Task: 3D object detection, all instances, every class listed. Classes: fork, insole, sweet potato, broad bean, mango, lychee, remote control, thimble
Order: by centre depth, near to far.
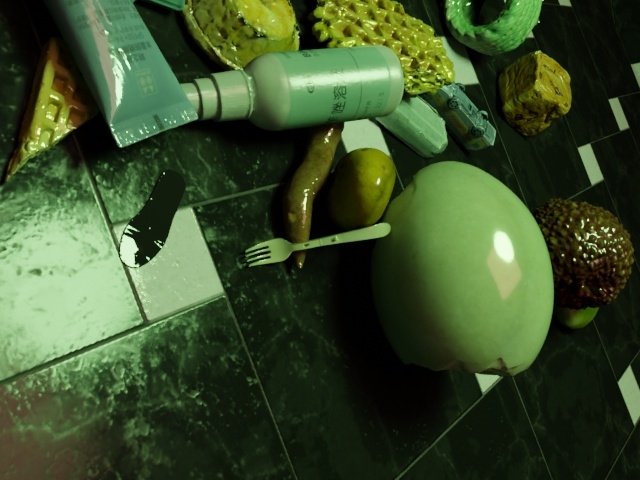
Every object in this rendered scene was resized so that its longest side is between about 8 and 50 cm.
[{"bbox_3d":[-0.207,-0.029,0.780,0.053,0.002,0.153,37,51,-30],"label":"insole"},{"bbox_3d":[-0.002,0.000,0.895,0.219,0.028,0.034,-13,91,-14],"label":"fork"},{"bbox_3d":[0.062,-0.081,0.958,0.098,0.195,0.137,26,88,-2],"label":"mango"},{"bbox_3d":[-0.018,-0.093,0.959,0.067,0.059,0.281,79,25,-56],"label":"sweet potato"},{"bbox_3d":[0.169,-0.247,1.222,0.247,0.052,0.104,28,57,-39],"label":"remote control"},{"bbox_3d":[0.548,0.017,1.378,0.271,0.271,0.271,20,61,-40],"label":"lychee"},{"bbox_3d":[0.402,-0.553,1.475,0.150,0.219,0.219,3,72,-49],"label":"thimble"},{"bbox_3d":[0.613,0.144,1.506,0.174,0.082,0.124,-37,101,-37],"label":"broad bean"}]

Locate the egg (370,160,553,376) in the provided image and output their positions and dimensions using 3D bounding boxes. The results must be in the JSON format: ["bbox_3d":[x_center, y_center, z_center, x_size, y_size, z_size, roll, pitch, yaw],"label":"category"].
[{"bbox_3d":[0.217,0.043,0.982,0.278,0.278,0.336,12,72,-43],"label":"egg"}]

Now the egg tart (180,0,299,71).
[{"bbox_3d":[-0.107,-0.338,0.951,0.212,0.090,0.213,22,56,-36],"label":"egg tart"}]

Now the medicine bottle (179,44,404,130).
[{"bbox_3d":[-0.049,-0.215,0.899,0.352,0.110,0.110,-13,83,-28],"label":"medicine bottle"}]

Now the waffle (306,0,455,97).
[{"bbox_3d":[0.121,-0.375,1.165,0.312,0.060,0.307,30,43,-10],"label":"waffle"}]

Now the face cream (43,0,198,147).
[{"bbox_3d":[-0.281,-0.297,0.726,0.135,0.086,0.385,-38,102,-50],"label":"face cream"}]

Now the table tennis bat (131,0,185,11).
[{"bbox_3d":[-0.271,-0.339,0.821,0.201,0.033,0.124,1,75,-41],"label":"table tennis bat"}]

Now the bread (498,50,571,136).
[{"bbox_3d":[0.537,-0.373,1.586,0.149,0.143,0.158,29,55,-27],"label":"bread"}]

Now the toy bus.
[{"bbox_3d":[0.297,-0.272,1.344,0.190,0.075,0.064,43,47,-24],"label":"toy bus"}]

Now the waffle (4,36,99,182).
[{"bbox_3d":[-0.283,-0.134,0.730,0.125,0.032,0.191,22,61,-41],"label":"waffle"}]
